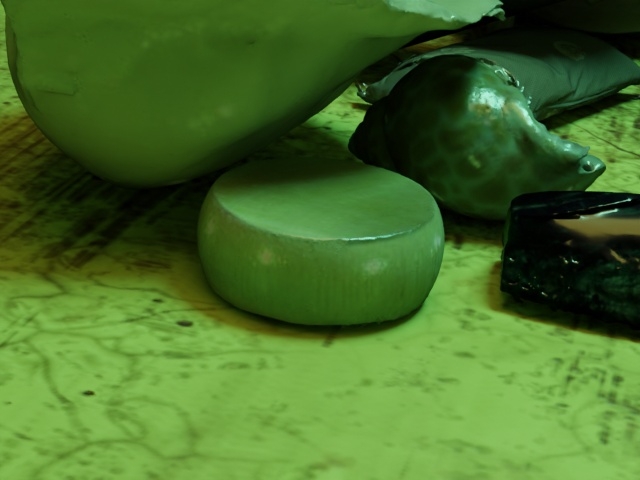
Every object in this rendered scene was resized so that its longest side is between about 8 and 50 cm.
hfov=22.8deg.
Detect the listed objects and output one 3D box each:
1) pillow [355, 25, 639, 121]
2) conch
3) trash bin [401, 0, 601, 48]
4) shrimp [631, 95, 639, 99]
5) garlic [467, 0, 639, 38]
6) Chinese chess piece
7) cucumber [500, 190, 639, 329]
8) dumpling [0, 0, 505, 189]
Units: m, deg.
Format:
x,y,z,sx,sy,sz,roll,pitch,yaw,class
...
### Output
x,y,z,sx,sy,sz,roll,pitch,yaw,class
0.155,-0.140,1.312,0.169,0.059,0.255,16,25,30,pillow
0.101,-0.063,1.058,0.173,0.106,0.116,26,17,9,conch
0.147,-0.283,1.325,0.334,0.214,0.214,-15,16,17,trash bin
0.428,-0.147,1.293,0.411,0.166,0.221,5,16,-36,shrimp
0.258,-0.272,1.567,0.325,0.132,0.279,-8,26,-26,garlic
0.000,0.000,0.924,0.144,0.058,0.144,4,22,-1,Chinese chess piece
0.204,0.007,0.942,0.193,0.085,0.115,2,23,7,cucumber
-0.038,-0.144,1.042,0.316,0.233,0.395,6,6,5,dumpling
